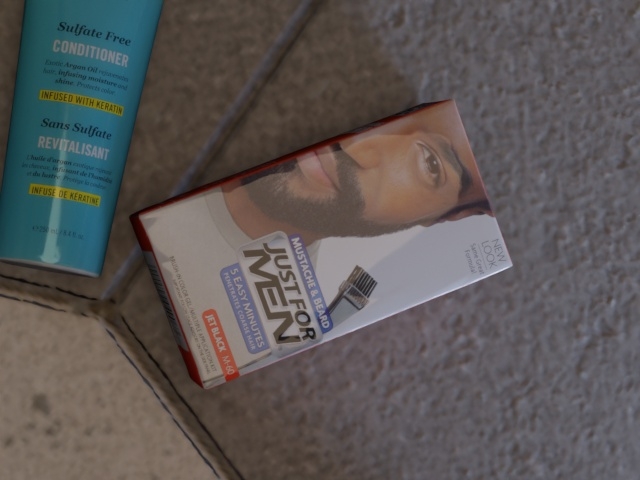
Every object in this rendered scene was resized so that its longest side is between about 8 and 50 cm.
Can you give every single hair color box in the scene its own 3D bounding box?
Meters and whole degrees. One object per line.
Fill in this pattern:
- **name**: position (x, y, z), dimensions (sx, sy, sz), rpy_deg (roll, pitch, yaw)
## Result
- **hair color box**: position (0.000, 0.000, 0.782), dimensions (0.167, 0.053, 0.093), rpy_deg (-22, 96, -12)

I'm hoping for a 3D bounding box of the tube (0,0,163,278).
- **tube**: position (-0.115, -0.087, 0.759), dimensions (0.080, 0.052, 0.207), rpy_deg (11, 84, -22)
